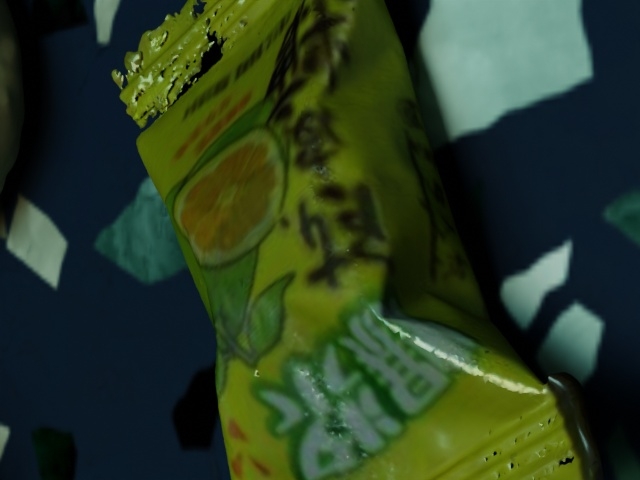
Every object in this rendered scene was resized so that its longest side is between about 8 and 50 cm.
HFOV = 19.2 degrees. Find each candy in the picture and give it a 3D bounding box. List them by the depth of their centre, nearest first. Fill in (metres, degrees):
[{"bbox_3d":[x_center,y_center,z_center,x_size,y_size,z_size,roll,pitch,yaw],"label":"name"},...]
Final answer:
[{"bbox_3d":[0.000,0.000,0.727,0.187,0.081,0.297,-40,51,38],"label":"candy"}]

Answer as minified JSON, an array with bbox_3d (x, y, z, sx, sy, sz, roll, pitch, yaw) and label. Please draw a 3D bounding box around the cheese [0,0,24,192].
[{"bbox_3d":[-0.272,-0.089,0.919,0.248,0.251,0.173,51,125,15],"label":"cheese"}]
